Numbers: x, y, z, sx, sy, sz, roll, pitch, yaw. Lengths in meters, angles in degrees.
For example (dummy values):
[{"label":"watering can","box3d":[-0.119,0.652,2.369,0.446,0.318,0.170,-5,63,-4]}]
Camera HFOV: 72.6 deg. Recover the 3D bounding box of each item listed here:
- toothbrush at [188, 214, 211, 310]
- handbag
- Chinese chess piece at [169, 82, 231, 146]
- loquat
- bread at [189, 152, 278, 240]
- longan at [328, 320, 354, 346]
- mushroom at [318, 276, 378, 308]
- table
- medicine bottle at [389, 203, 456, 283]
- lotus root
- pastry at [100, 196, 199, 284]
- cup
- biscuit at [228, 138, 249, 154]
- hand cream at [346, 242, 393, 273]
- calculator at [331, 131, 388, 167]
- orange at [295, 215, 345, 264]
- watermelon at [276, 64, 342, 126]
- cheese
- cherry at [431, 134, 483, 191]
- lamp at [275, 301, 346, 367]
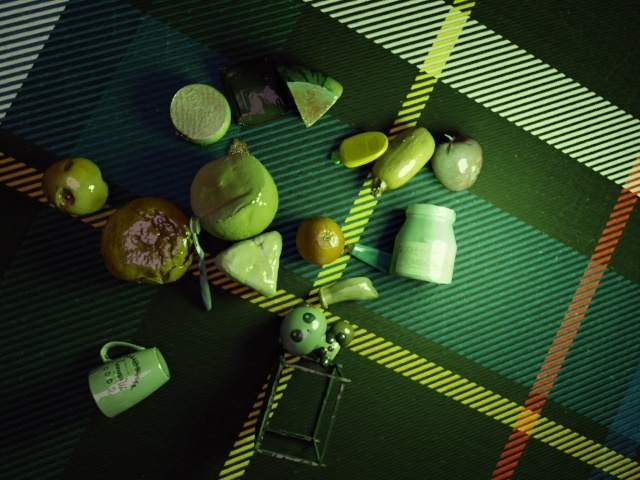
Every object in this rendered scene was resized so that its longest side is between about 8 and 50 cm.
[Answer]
[{"label":"toothbrush","box3d":[-0.440,0.094,1.613,0.042,0.035,0.413,14,123,22]},{"label":"handbag","box3d":[-0.259,-0.586,1.700,0.223,0.080,0.247,-18,92,-7]},{"label":"Chinese chess piece","box3d":[-0.461,-0.479,1.666,0.237,0.092,0.238,0,90,-9]},{"label":"loquat","box3d":[-0.865,-0.195,1.560,0.213,0.213,0.213,0,90,-8]},{"label":"bread","box3d":[-0.316,-0.155,1.620,0.320,0.237,0.321,0,68,-1]},{"label":"longan","box3d":[0.080,0.376,1.745,0.113,0.092,0.113,0,111,0]},{"label":"mushroom","box3d":[0.110,0.202,1.747,0.246,0.108,0.096,-10,51,-10]},{"label":"table","box3d":[-0.074,0.627,1.659,0.272,0.222,0.335,17,89,-6]},{"label":"medicine bottle","box3d":[0.410,0.014,1.717,0.245,0.245,0.290,9,87,-8]},{"label":"lotus root","box3d":[0.310,-0.313,1.733,0.342,0.169,0.151,-45,141,-6]},{"label":"pastry","box3d":[-0.630,0.006,1.610,0.355,0.164,0.356,0,91,-5]},{"label":"cup","box3d":[-0.708,0.473,1.610,0.234,0.186,0.258,-27,66,-15]},{"label":"biscuit","box3d":[-0.331,-0.355,1.723,0.092,0.016,0.082,-41,96,-7]},{"label":"hand cream","box3d":[0.210,0.063,1.791,0.224,0.048,0.083,23,88,-13]},{"label":"calculator","box3d":[0.153,-0.363,1.735,0.234,0.032,0.146,-16,59,13]},{"label":"orange","box3d":[0.000,0.000,1.678,0.206,0.206,0.206,0,90,-8]},{"label":"watermelon","box3d":[-0.060,-0.559,1.675,0.261,0.213,0.201,15,115,-17]},{"label":"cheese","box3d":[-0.268,0.066,1.653,0.247,0.173,0.251,17,89,-16]},{"label":"cherry","box3d":[0.554,-0.321,1.761,0.213,0.183,0.266,-21,118,-19]},{"label":"lamp","box3d":[-0.039,0.365,1.672,0.244,0.198,0.198,33,86,11]}]
